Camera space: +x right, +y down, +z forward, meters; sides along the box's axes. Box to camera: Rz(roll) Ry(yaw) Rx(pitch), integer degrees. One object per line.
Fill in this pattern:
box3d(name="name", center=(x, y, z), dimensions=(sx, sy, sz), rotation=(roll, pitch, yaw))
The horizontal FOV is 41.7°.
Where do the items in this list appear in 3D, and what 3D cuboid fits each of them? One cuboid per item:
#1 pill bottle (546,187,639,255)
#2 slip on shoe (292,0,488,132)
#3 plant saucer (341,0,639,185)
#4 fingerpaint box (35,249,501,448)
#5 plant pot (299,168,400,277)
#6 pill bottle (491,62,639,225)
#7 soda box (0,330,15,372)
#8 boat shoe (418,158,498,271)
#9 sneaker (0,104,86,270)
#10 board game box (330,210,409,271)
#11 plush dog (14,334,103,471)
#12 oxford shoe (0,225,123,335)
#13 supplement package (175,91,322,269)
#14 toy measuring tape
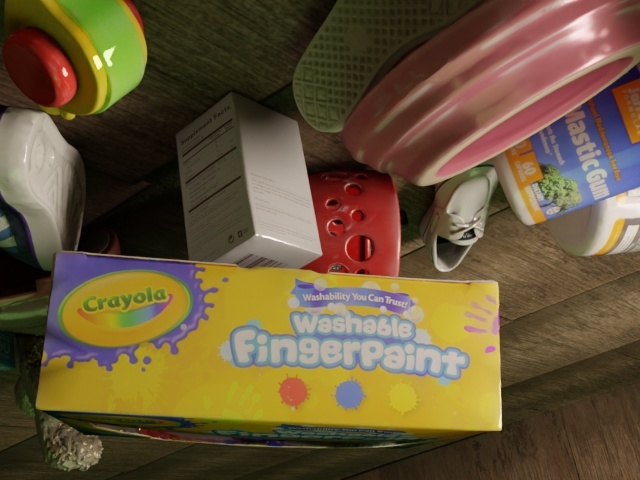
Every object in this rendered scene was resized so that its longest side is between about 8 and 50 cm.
box3d(name="pill bottle", center=(0.459, -0.066, 1.138), dimensions=(0.278, 0.162, 0.162), rotation=(-4, 154, -14))
box3d(name="slip on shoe", center=(0.092, -0.216, 0.761), dimensions=(0.101, 0.123, 0.331), rotation=(-23, 166, -40))
box3d(name="plant saucer", center=(0.181, -0.148, 0.801), dimensions=(0.332, 0.084, 0.332), rotation=(-28, 173, -4))
box3d(name="fingerpaint box", center=(-0.065, 0.150, 0.973), dimensions=(0.445, 0.163, 0.371), rotation=(5, 163, -8))
box3d(name="plant pot", center=(0.000, 0.000, 1.077), dimensions=(0.174, 0.191, 0.191), rotation=(4, 153, -8))
box3d(name="pill bottle", center=(0.337, -0.130, 0.968), dimensions=(0.272, 0.152, 0.152), rotation=(-21, 153, 19))
box3d(name="soda box", center=(-0.560, 0.149, 1.286), dimensions=(0.067, 0.071, 0.210), rotation=(-17, 154, 11))
box3d(name="boat shoe", center=(0.203, -0.035, 1.192), dimensions=(0.095, 0.084, 0.258), rotation=(-8, 155, -5))
box3d(name="sneaker", center=(-0.388, -0.062, 0.885), dimensions=(0.236, 0.130, 0.323), rotation=(6, 162, -4))
box3d(name="board game box", center=(0.040, 0.009, 1.288), dimensions=(0.126, 0.026, 0.186), rotation=(0, 152, -23))
box3d(name="plush dog", center=(-0.380, 0.229, 1.422), dimensions=(0.225, 0.262, 0.210), rotation=(-9, 116, -32))
box3d(name="oxford shoe", center=(-0.415, 0.092, 1.123), dimensions=(0.348, 0.123, 0.130), rotation=(-13, 128, 7))
box3d(name="supplement package", center=(-0.082, -0.052, 0.930), dimensions=(0.105, 0.179, 0.105), rotation=(-30, 148, 35))
box3d(name="toy measuring tape", center=(-0.183, -0.194, 0.664), dimensions=(0.121, 0.121, 0.330), rotation=(1, 153, -23))
